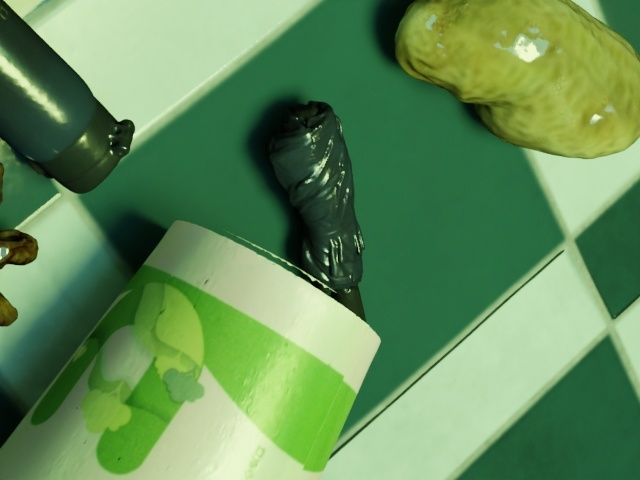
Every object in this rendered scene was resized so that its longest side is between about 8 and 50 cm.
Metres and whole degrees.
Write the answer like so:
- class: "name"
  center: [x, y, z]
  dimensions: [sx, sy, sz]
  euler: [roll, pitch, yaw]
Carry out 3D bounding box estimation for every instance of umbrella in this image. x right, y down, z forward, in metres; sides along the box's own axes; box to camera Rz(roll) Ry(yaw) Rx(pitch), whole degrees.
- class: "umbrella"
  center: [0.005, -0.004, 1.153]
  dimensions: [0.071, 0.071, 0.248]
  euler: [-30, 128, -21]

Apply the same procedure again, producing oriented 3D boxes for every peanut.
- class: "peanut"
  center: [0.175, -0.147, 1.163]
  dimensions: [0.253, 0.122, 0.137]
  euler: [28, 120, -34]

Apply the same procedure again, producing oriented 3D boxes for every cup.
- class: "cup"
  center: [-0.096, 0.146, 1.034]
  dimensions: [0.253, 0.253, 0.274]
  euler: [39, 78, -36]

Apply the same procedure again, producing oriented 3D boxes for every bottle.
- class: "bottle"
  center: [-0.231, -0.125, 0.940]
  dimensions: [0.082, 0.072, 0.244]
  euler: [-24, 130, 27]

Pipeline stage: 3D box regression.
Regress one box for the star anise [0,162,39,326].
- class: "star anise"
  center: [-0.306, 0.031, 0.953]
  dimensions: [0.234, 0.073, 0.177]
  euler: [-42, 116, -4]
